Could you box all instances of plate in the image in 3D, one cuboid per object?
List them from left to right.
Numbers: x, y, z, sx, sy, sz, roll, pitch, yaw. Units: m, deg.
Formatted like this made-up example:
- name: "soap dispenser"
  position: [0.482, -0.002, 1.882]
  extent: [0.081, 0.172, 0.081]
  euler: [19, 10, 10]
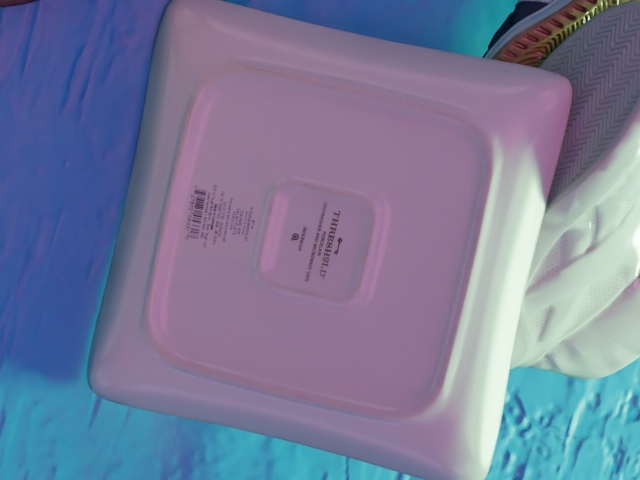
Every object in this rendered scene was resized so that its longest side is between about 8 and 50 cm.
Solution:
- name: "plate"
  position: [0.000, 0.000, 1.284]
  extent: [0.278, 0.045, 0.277]
  euler: [13, 95, 8]

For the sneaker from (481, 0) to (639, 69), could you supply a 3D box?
- name: "sneaker"
  position: [0.185, -0.190, 1.373]
  extent: [0.099, 0.153, 0.282]
  euler: [25, 119, -24]

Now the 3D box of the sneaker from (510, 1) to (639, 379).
- name: "sneaker"
  position: [0.201, -0.025, 1.353]
  extent: [0.169, 0.108, 0.292]
  euler: [12, 125, -31]

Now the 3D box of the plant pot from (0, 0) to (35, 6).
- name: "plant pot"
  position: [-0.172, -0.247, 1.156]
  extent: [0.201, 0.180, 0.201]
  euler: [2, 86, -27]
